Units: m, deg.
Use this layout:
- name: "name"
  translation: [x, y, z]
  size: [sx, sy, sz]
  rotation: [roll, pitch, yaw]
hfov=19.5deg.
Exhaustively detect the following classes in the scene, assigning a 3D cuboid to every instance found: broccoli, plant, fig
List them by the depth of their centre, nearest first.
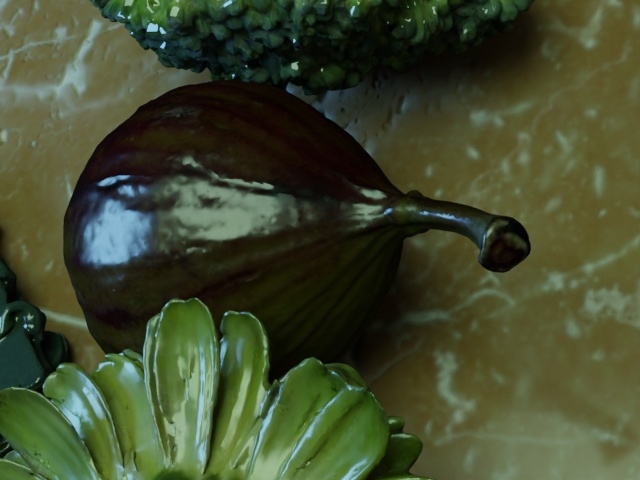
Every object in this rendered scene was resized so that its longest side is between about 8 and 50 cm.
- name: "plant"
  translation: [-0.058, 0.217, 1.067]
  size: [0.306, 0.261, 0.297]
  rotation: [-9, 46, 18]
- name: "fig"
  translation: [0.000, 0.000, 1.157]
  size: [0.321, 0.217, 0.217]
  rotation: [-2, 64, 38]
- name: "broccoli"
  translation: [-0.011, -0.220, 1.256]
  size: [0.248, 0.288, 0.245]
  rotation: [15, 108, 61]

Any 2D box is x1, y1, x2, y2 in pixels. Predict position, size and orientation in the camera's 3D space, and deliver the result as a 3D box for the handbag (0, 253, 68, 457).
- name: "handbag"
  translation: [-0.326, 0.081, 1.338]
  size: [0.260, 0.079, 0.247]
  rotation: [-33, 59, 2]
